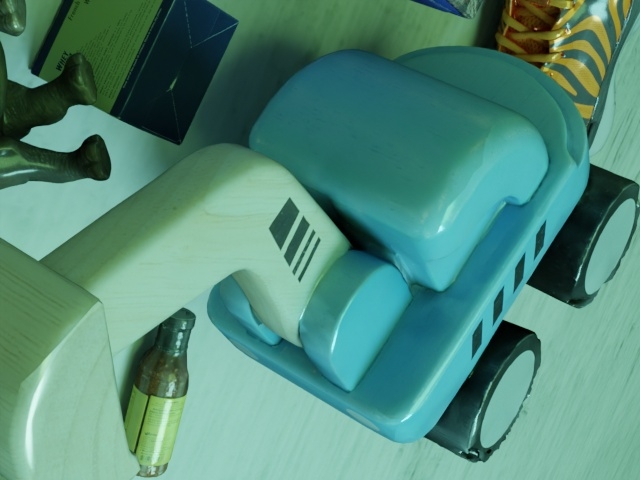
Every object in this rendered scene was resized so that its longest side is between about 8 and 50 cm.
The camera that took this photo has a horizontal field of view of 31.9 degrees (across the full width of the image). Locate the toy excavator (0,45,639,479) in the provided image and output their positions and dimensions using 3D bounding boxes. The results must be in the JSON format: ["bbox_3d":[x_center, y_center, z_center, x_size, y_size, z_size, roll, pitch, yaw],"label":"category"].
[{"bbox_3d":[0.000,0.000,0.712,0.433,0.222,0.445,-55,150,-14],"label":"toy excavator"}]

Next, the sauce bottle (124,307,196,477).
[{"bbox_3d":[-0.118,0.111,0.828,0.042,0.042,0.128,-3,115,-51],"label":"sauce bottle"}]

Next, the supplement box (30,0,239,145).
[{"bbox_3d":[-0.109,-0.113,0.655,0.056,0.083,0.083,23,94,-56],"label":"supplement box"}]

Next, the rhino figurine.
[{"bbox_3d":[-0.193,-0.114,0.540,0.106,0.073,0.243,-13,136,7],"label":"rhino figurine"}]

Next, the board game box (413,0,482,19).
[{"bbox_3d":[0.053,-0.322,0.673,0.232,0.141,0.291,22,95,-55],"label":"board game box"}]

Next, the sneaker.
[{"bbox_3d":[0.186,-0.155,0.968,0.180,0.125,0.321,-39,139,-31],"label":"sneaker"}]
